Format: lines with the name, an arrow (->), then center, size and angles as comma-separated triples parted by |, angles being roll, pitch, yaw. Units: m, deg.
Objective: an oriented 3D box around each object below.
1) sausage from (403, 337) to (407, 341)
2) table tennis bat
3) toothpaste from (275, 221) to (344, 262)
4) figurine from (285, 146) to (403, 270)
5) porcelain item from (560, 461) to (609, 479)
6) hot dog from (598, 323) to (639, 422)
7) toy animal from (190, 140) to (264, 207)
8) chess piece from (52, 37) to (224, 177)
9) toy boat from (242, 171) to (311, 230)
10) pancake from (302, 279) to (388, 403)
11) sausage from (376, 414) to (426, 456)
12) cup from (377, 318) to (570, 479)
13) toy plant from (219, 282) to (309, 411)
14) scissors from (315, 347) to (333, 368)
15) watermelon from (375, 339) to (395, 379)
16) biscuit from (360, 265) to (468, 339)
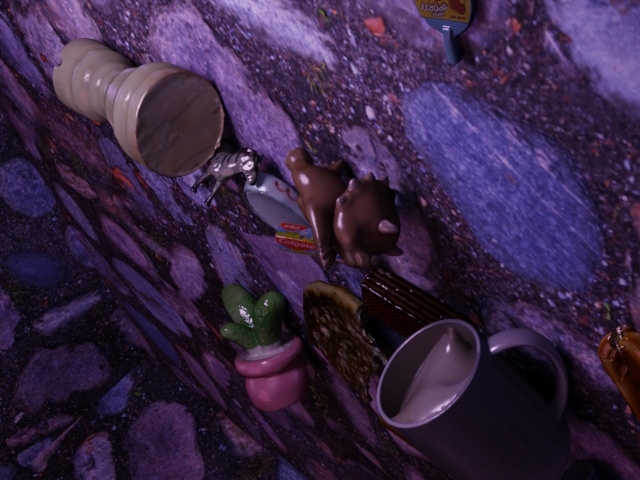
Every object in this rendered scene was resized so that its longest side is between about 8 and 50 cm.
sausage -> 0.277, 0.292, 1.767 | 0.269, 0.033, 0.033 | 45, 156, 4
table tennis bat -> 0.165, -0.306, 1.051 | 0.100, 0.019, 0.155 | 23, 145, 40
toothpaste -> 0.000, 0.000, 1.677 | 0.193, 0.044, 0.070 | 11, 142, 19
figurine -> 0.056, -0.060, 1.446 | 0.247, 0.173, 0.177 | -113, 5, -51
porcelain item -> 0.528, 0.533, 1.590 | 0.114, 0.147, 0.147 | 46, 156, 2
hot dog -> 0.518, 0.228, 1.237 | 0.100, 0.068, 0.249 | -9, 124, 50
toy animal -> -0.212, -0.170, 1.752 | 0.073, 0.176, 0.217 | 40, -165, -33
chess piece -> -0.431, -0.314, 1.779 | 0.442, 0.234, 0.234 | 29, 150, 40
toy boat -> -0.075, -0.076, 1.749 | 0.208, 0.079, 0.134 | 38, 155, -8
pancake -> 0.059, 0.221, 1.915 | 0.305, 0.067, 0.427 | 51, 158, 21
sausage -> 0.309, 0.543, 2.053 | 0.371, 0.082, 0.082 | 31, 151, 30
cup -> 0.327, 0.309, 1.476 | 0.327, 0.323, 0.237 | 43, -156, -24
toy plant -> -0.172, 0.308, 2.326 | 0.317, 0.210, 0.356 | 2, 118, 59
scissors -> 0.009, 0.325, 2.277 | 0.113, 0.012, 0.039 | 48, 156, -4
watermelon -> 0.197, 0.351, 1.948 | 0.241, 0.094, 0.154 | 47, 165, 4
biscuit -> 0.198, 0.155, 1.642 | 0.252, 0.070, 0.106 | 32, 153, 29
